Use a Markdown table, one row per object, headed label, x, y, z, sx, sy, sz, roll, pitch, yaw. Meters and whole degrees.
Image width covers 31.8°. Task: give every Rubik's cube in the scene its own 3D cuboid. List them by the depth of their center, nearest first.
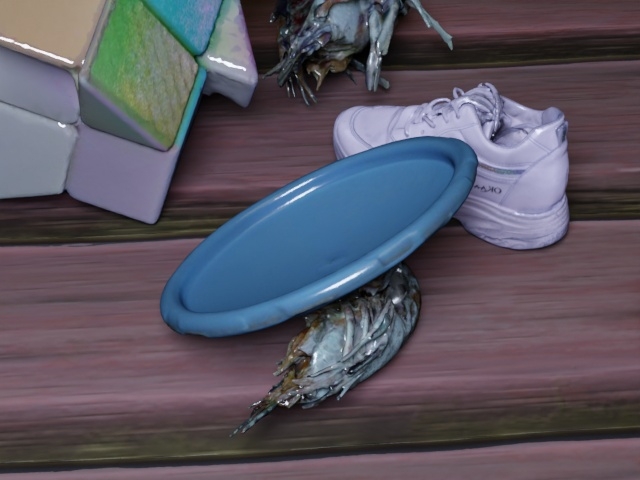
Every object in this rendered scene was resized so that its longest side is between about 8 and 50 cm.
| label | x | y | z | sx | sy | sz | roll | pitch | yaw |
| --- | --- | --- | --- | --- | --- | --- | --- | --- | --- |
| Rubik's cube | -0.222 | -0.222 | 1.027 | 0.358 | 0.368 | 0.387 | 17 | 44 | -7 |

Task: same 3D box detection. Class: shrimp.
| label | x | y | z | sx | sy | sz | roll | pitch | yaw |
| --- | --- | --- | --- | --- | --- | --- | --- | --- | --- |
| shrimp | 0.009 | 0.088 | 0.889 | 0.090 | 0.079 | 0.233 | -14 | 19 | 48 |
| shrimp | 0.042 | -0.233 | 1.175 | 0.172 | 0.137 | 0.372 | -5 | 41 | 19 |

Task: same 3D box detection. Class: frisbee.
| label | x | y | z | sx | sy | sz | roll | pitch | yaw |
| --- | --- | --- | --- | --- | --- | --- | --- | --- | --- |
| frisbee | 0.003 | 0.004 | 0.932 | 0.289 | 0.049 | 0.289 | -24 | 19 | 9 |

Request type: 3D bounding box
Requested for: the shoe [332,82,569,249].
| label | x | y | z | sx | sy | sz | roll | pitch | yaw |
| --- | --- | --- | --- | --- | --- | --- | --- | --- | --- |
| shoe | 0.121 | -0.090 | 1.038 | 0.245 | 0.138 | 0.095 | 24 | 44 | 22 |
